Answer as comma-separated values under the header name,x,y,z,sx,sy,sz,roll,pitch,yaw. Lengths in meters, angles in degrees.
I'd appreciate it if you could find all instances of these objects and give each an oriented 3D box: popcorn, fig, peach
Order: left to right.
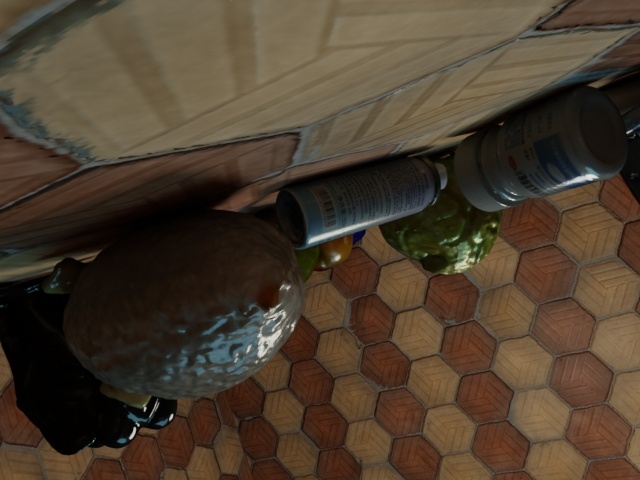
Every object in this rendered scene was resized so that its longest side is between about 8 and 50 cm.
name,x,y,z,sx,sy,sz,roll,pitch,yaw
fig,-0.063,0.003,0.834,0.124,0.124,0.236,-18,169,-3
peach,-0.001,-0.002,1.240,0.138,0.138,0.138,-18,179,0
popcorn,0.180,-0.051,0.936,0.198,0.198,0.212,-18,-155,14

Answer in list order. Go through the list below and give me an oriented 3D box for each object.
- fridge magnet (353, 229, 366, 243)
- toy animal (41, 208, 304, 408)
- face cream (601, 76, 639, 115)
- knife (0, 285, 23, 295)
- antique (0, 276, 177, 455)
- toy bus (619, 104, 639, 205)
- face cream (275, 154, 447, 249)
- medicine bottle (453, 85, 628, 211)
name,x,y,z,sx,sy,sz,roll,pitch,yaw
fridge magnet,0.000,0.000,1.712,0.265,0.113,0.265,-17,180,0
toy animal,-0.139,0.068,0.618,0.226,0.188,0.358,-24,-179,-27
face cream,0.405,-0.177,0.728,0.182,0.051,0.072,-19,177,12
knife,-0.395,0.063,0.683,0.060,0.028,0.230,-6,-179,-5
antique,-0.339,0.169,0.876,0.185,0.255,0.322,-14,174,-46
toy bus,0.450,-0.132,0.581,0.153,0.143,0.329,-25,173,-26
face cream,0.061,-0.053,0.735,0.229,0.075,0.075,-17,179,-29
medicine bottle,0.245,-0.099,0.687,0.105,0.105,0.168,-17,179,-33
